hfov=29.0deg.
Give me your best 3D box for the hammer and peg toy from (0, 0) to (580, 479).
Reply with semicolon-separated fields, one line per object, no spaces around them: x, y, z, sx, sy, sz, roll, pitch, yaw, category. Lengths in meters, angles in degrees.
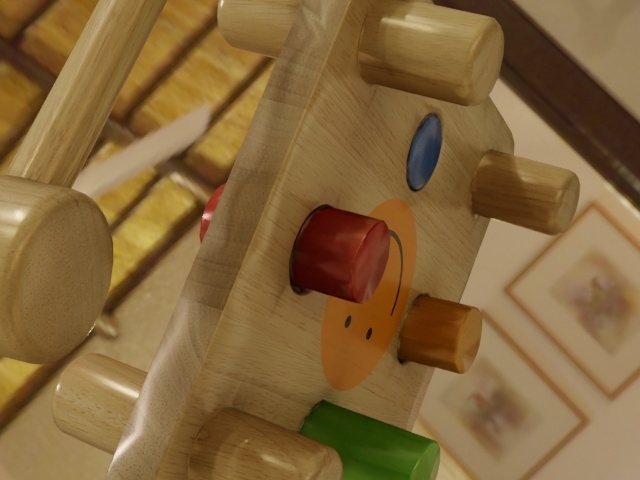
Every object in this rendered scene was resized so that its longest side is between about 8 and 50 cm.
0.000;0.000;0.536;0.266;0.127;0.361;-68;-26;-9;hammer and peg toy
